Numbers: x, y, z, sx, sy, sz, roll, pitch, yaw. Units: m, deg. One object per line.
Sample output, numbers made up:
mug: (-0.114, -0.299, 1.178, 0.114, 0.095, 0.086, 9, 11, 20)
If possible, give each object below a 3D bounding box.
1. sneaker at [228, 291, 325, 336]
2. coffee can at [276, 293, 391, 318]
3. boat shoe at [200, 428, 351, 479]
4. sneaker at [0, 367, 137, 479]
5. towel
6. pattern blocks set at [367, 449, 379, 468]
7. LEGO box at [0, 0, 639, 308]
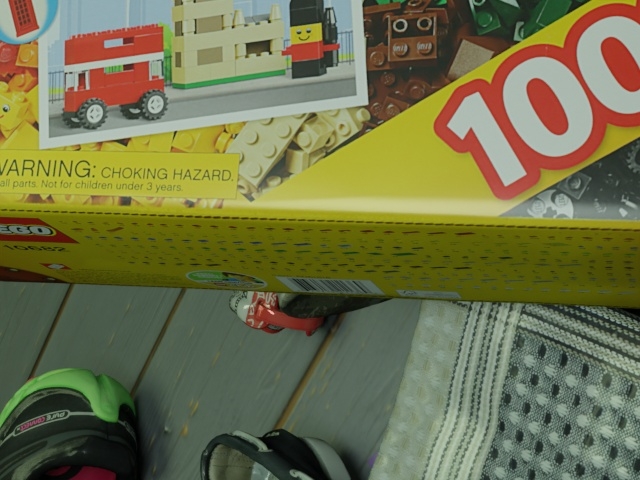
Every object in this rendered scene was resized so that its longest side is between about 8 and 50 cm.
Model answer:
sneaker: (0.001, 0.000, 1.287, 0.270, 0.090, 0.145, 161, 117, -64)
coffee can: (0.014, -0.113, 1.076, 0.201, 0.202, 0.275, -42, 65, 50)
boat shoe: (-0.007, 0.227, 1.134, 0.302, 0.091, 0.114, 35, 110, 62)
sneaker: (-0.313, 0.370, 1.651, 0.202, 0.185, 0.482, -132, 57, -64)
towel: (0.123, 0.192, 0.899, 0.312, 0.056, 0.324, 27, 105, 44)
pattern blocks set: (0.054, 0.298, 1.119, 0.285, 0.026, 0.324, -28, 55, 58)
LEGO box: (0.023, -0.167, 0.866, 0.193, 0.500, 0.372, 41, -128, -69)
